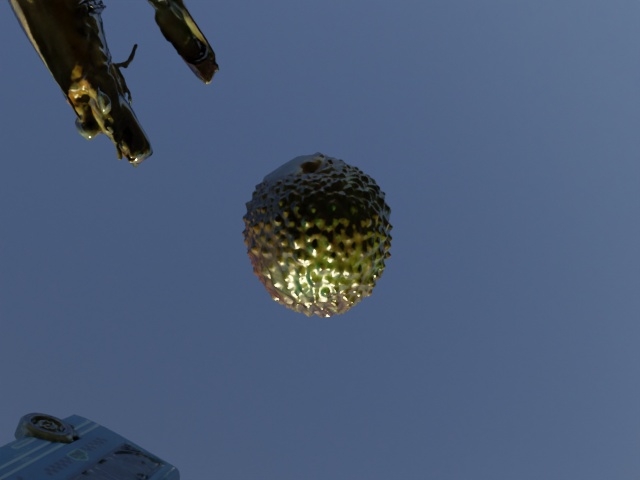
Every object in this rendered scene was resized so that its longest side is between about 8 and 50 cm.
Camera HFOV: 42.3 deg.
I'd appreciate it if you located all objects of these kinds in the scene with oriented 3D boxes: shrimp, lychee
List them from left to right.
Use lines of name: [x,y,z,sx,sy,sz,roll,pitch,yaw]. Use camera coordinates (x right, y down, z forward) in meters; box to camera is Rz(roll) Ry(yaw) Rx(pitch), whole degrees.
shrimp: [-0.126,-0.137,0.518,0.150,0.051,0.217,3,-122,-53]
lychee: [0.000,0.000,0.849,0.171,0.171,0.171,7,-107,-26]

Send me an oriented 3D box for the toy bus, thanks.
toy bus: [-0.187,0.201,0.537,0.134,0.246,0.113,22,-88,7]
